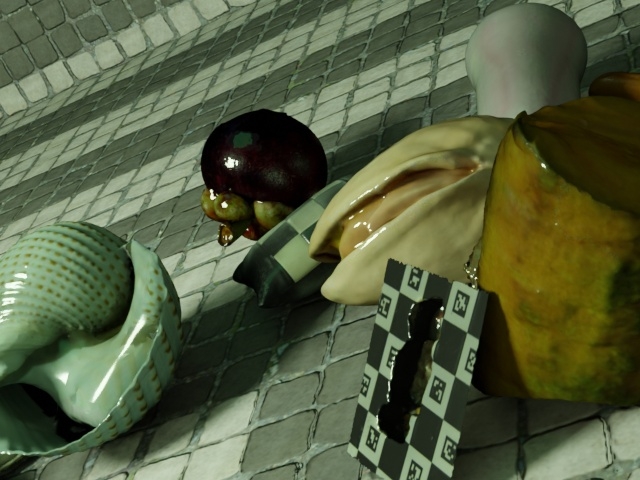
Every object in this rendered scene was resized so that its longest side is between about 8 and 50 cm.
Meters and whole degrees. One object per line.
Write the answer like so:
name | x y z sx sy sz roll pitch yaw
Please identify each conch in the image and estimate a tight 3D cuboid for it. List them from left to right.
conch | -0.304 0.140 1.604 0.303 0.215 0.319 15 75 29

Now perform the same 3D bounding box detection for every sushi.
sushi | 0.112 0.139 1.231 0.051 0.215 0.192 9 6 -28

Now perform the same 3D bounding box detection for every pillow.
pillow | 0.000 0.000 1.671 0.250 0.106 0.186 -36 16 -4

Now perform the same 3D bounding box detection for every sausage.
sausage | 0.416 -0.193 1.647 0.183 0.054 0.062 20 87 59

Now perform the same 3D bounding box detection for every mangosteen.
mangosteen | -0.092 -0.085 1.892 0.194 0.194 0.230 -5 62 45

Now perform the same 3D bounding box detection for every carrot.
carrot | 0.263 0.024 1.174 0.242 0.340 0.241 0 39 0

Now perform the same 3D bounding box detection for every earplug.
earplug | 0.278 -0.172 1.658 0.172 0.172 0.301 -21 31 20

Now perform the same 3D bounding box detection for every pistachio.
pistachio | 0.131 -0.030 1.496 0.318 0.214 0.193 -27 63 19

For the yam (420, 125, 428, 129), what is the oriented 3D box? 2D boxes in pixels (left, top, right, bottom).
yam | 0.144 -0.139 1.898 0.021 0.021 0.116 -12 28 35

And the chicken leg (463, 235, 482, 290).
chicken leg | 0.247 0.007 1.379 0.198 0.069 0.085 -18 39 -16

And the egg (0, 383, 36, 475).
egg | -0.493 0.208 1.742 0.264 0.174 0.286 -25 20 2
